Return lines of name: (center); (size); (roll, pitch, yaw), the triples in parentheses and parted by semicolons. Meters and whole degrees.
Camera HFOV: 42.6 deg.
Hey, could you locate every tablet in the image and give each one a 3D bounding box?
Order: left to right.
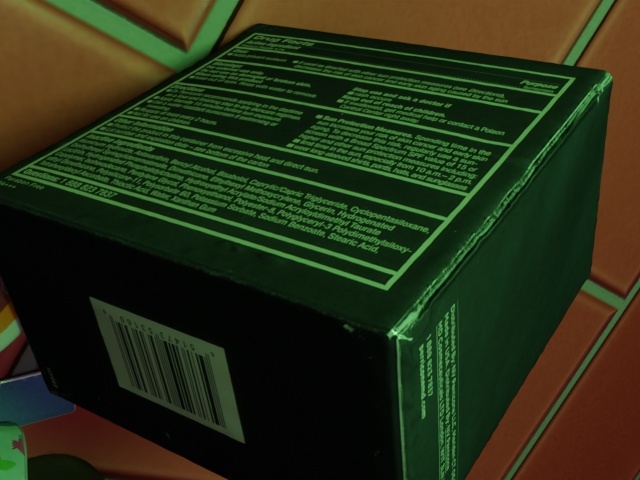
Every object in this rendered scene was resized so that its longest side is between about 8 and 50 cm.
tablet: (-0.254, 0.138, 0.711); (0.083, 0.006, 0.054); (-11, 123, -30)

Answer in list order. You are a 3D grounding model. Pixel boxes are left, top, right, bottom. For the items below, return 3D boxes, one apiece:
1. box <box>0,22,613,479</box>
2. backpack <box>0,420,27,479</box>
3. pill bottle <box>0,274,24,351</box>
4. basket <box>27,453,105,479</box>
box: (0.000, 0.000, 0.552); (0.294, 0.296, 0.182); (-44, 139, -40)
backpack: (-0.321, 0.231, 0.561); (0.253, 0.225, 0.191); (-38, 141, 23)
pill bottle: (-0.284, -0.019, 0.515); (0.121, 0.121, 0.221); (-41, 133, -9)
basket: (-0.207, 0.301, 0.692); (0.204, 0.227, 0.154); (-28, 130, -18)
